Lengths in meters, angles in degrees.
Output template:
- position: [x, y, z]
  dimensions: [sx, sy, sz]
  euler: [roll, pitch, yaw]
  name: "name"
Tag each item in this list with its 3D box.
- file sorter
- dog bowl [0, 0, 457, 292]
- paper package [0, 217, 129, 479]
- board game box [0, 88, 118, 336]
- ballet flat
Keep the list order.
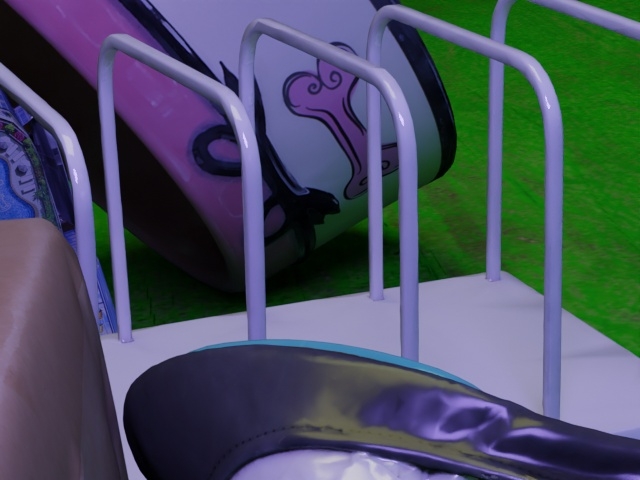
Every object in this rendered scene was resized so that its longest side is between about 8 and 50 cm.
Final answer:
- position: [0.000, 0.000, 0.805]
  dimensions: [0.277, 0.173, 0.193]
  euler: [-9, 20, -21]
  name: "file sorter"
- position: [-0.117, -0.135, 1.130]
  dimensions: [0.150, 0.408, 0.408]
  euler: [-45, 24, -12]
  name: "dog bowl"
- position: [-0.206, 0.125, 0.494]
  dimensions: [0.309, 0.168, 0.325]
  euler: [-10, 14, -3]
  name: "paper package"
- position: [-0.160, -0.003, 1.049]
  dimensions: [0.060, 0.194, 0.194]
  euler: [-18, 29, -12]
  name: "board game box"
- position: [0.054, 0.095, 0.569]
  dimensions: [0.280, 0.095, 0.096]
  euler: [9, 34, 19]
  name: "ballet flat"
